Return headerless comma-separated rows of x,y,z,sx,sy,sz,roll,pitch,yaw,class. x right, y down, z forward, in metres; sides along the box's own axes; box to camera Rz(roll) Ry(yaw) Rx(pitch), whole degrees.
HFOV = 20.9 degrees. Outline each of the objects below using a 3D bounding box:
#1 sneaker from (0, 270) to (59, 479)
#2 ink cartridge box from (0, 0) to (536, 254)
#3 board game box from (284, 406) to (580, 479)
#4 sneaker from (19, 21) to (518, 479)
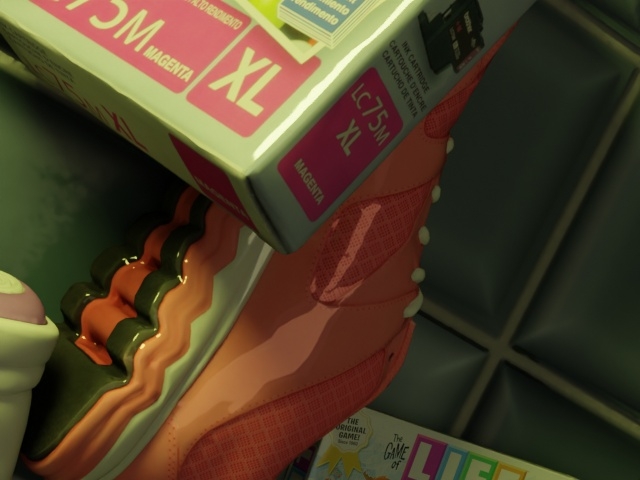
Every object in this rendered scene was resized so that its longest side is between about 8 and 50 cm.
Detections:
-0.258,0.067,0.674,0.305,0.114,0.152,10,101,-22,sneaker
0.026,-0.156,0.734,0.311,0.186,0.065,-45,141,-14,ink cartridge box
0.051,0.146,0.865,0.154,0.026,0.103,21,87,-24,board game box
0.000,0.000,0.793,0.136,0.116,0.314,40,88,-29,sneaker
